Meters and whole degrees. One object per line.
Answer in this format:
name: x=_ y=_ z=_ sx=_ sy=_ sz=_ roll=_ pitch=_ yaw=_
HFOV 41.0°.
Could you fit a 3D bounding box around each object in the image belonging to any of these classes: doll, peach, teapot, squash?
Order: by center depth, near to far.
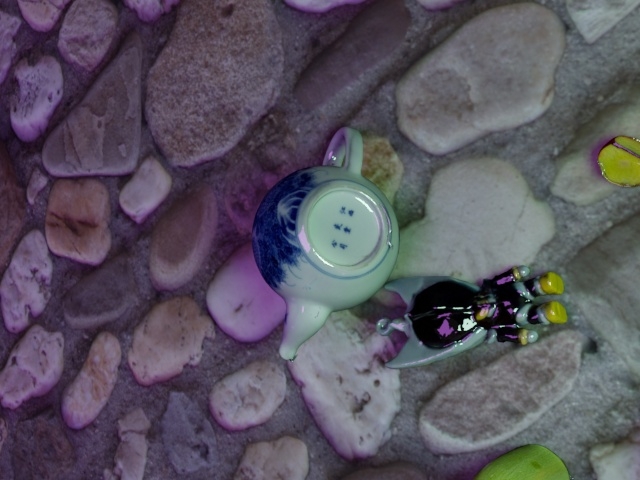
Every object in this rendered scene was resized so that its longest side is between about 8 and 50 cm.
peach: x=0.457 y=-0.119 z=1.253 sx=0.083 sy=0.050 sz=0.077 roll=-6 pitch=110 yaw=45
squash: x=0.287 y=0.384 z=1.300 sx=0.123 sy=0.186 sz=0.123 roll=1 pitch=92 yaw=43
doll: x=0.233 y=0.114 z=1.385 sx=0.316 sy=0.103 sz=0.145 roll=-14 pitch=87 yaw=30
teapot: x=0.000 y=0.000 z=1.488 sx=0.280 sy=0.252 sz=0.424 roll=152 pitch=133 yaw=-70
